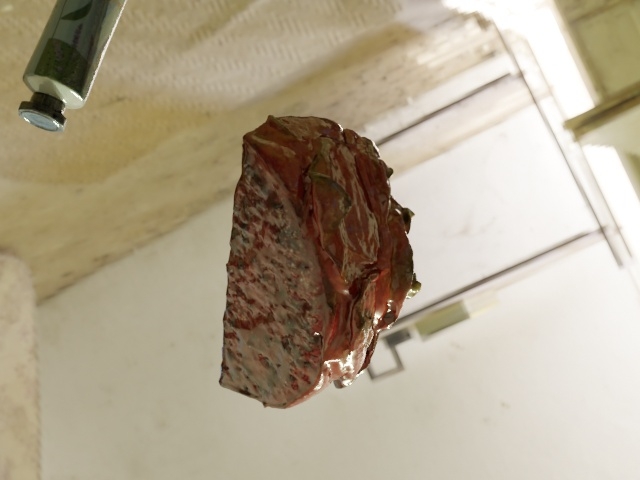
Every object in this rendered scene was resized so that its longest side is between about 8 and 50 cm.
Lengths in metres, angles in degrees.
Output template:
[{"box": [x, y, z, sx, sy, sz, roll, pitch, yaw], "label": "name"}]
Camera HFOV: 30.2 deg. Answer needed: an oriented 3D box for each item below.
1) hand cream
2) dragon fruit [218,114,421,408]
[{"box": [-0.203, -0.226, 1.070, 0.058, 0.271, 0.091, 11, 161, 23], "label": "hand cream"}, {"box": [0.031, 0.028, 1.123, 0.205, 0.152, 0.317, -29, 140, -36], "label": "dragon fruit"}]
